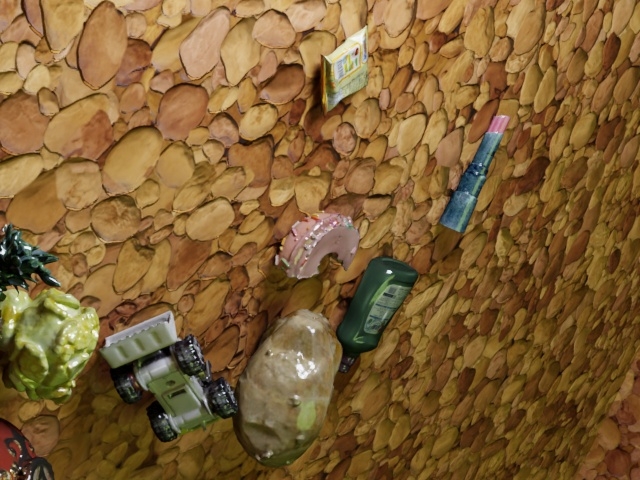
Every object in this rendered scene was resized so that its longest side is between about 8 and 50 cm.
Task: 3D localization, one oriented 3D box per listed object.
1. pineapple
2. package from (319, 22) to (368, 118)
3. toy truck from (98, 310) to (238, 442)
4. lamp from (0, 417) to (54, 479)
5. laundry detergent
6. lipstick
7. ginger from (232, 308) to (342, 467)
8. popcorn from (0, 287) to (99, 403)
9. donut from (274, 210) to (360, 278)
[{"bbox_3d":[-0.401,0.089,1.428,0.221,0.103,0.083,-57,148,1],"label":"pineapple"},{"bbox_3d":[0.037,-0.254,1.792,0.121,0.031,0.108,-40,145,-35],"label":"package"},{"bbox_3d":[-0.223,0.194,1.757,0.136,0.111,0.285,-23,137,3],"label":"toy truck"},{"bbox_3d":[-0.428,0.324,1.490,0.227,0.227,0.226,-34,142,-33],"label":"lamp"},{"bbox_3d":[0.091,0.140,2.168,0.144,0.078,0.221,4,114,-60],"label":"laundry detergent"},{"bbox_3d":[0.295,-0.128,2.235,0.053,0.053,0.234,11,107,-56],"label":"lipstick"},{"bbox_3d":[-0.040,0.224,1.941,0.304,0.155,0.244,-35,133,-73],"label":"ginger"},{"bbox_3d":[-0.341,0.129,1.515,0.136,0.141,0.162,-25,97,-38],"label":"popcorn"},{"bbox_3d":[0.000,0.000,1.932,0.166,0.065,0.117,-9,126,-52],"label":"donut"}]
